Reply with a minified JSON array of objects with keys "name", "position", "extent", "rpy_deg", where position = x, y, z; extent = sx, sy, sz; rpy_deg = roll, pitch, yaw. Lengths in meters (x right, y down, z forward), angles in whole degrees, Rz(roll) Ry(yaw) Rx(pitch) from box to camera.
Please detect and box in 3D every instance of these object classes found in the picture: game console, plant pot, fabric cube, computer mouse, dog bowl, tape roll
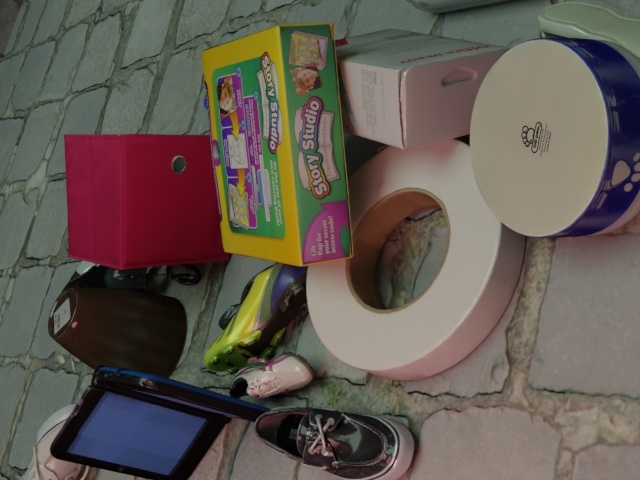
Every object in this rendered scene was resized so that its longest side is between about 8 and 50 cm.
[{"name":"game console","position":[-0.261,0.331,1.611],"extent":[0.250,0.293,0.173],"rpy_deg":[-1,70,49]},{"name":"plant pot","position":[-0.432,0.185,1.949],"extent":[0.215,0.230,0.215],"rpy_deg":[-27,51,39]},{"name":"fabric cube","position":[-0.353,-0.089,1.930],"extent":[0.259,0.254,0.258],"rpy_deg":[7,98,51]},{"name":"computer mouse","position":[-0.365,0.077,2.018],"extent":[0.242,0.041,0.071],"rpy_deg":[-7,82,24]},{"name":"dog bowl","position":[0.320,-0.136,1.259],"extent":[0.265,0.104,0.264],"rpy_deg":[10,102,58]},{"name":"tape roll","position":[0.138,0.022,1.481],"extent":[0.392,0.072,0.392],"rpy_deg":[-24,53,37]}]

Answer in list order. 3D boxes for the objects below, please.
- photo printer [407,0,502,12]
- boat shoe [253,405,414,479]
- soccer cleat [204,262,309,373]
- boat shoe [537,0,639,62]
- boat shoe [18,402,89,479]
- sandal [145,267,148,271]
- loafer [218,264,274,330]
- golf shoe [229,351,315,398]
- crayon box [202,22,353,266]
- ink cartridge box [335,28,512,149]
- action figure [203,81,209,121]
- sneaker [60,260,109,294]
[{"name":"photo printer","position":[0.277,-0.524,1.613],"extent":[0.307,0.107,0.256],"rpy_deg":[5,74,51]},{"name":"boat shoe","position":[0.010,0.305,1.459],"extent":[0.301,0.102,0.108],"rpy_deg":[1,70,50]},{"name":"soccer cleat","position":[-0.108,0.129,1.703],"extent":[0.289,0.093,0.121],"rpy_deg":[-45,46,23]},{"name":"boat shoe","position":[0.421,-0.248,1.299],"extent":[0.109,0.091,0.305],"rpy_deg":[-27,38,-21]},{"name":"boat shoe","position":[-0.566,0.519,1.997],"extent":[0.367,0.136,0.156],"rpy_deg":[-54,38,18]},{"name":"sandal","position":[-0.429,0.136,2.115],"extent":[0.079,0.088,0.240],"rpy_deg":[42,109,31]},{"name":"loafer","position":[-0.118,0.119,1.766],"extent":[0.061,0.062,0.170],"rpy_deg":[47,112,28]},{"name":"golf shoe","position":[-0.082,0.241,1.616],"extent":[0.186,0.067,0.086],"rpy_deg":[-17,25,49]},{"name":"crayon box","position":[-0.076,-0.153,1.558],"extent":[0.313,0.106,0.362],"rpy_deg":[7,104,61]},{"name":"ink cartridge box","position":[0.124,-0.252,1.529],"extent":[0.306,0.226,0.131],"rpy_deg":[28,128,52]},{"name":"action figure","position":[-0.198,-0.260,2.037],"extent":[0.139,0.091,0.280],"rpy_deg":[-37,44,44]},{"name":"sneaker","position":[-0.490,0.047,2.211],"extent":[0.330,0.122,0.146],"rpy_deg":[-47,23,23]}]
